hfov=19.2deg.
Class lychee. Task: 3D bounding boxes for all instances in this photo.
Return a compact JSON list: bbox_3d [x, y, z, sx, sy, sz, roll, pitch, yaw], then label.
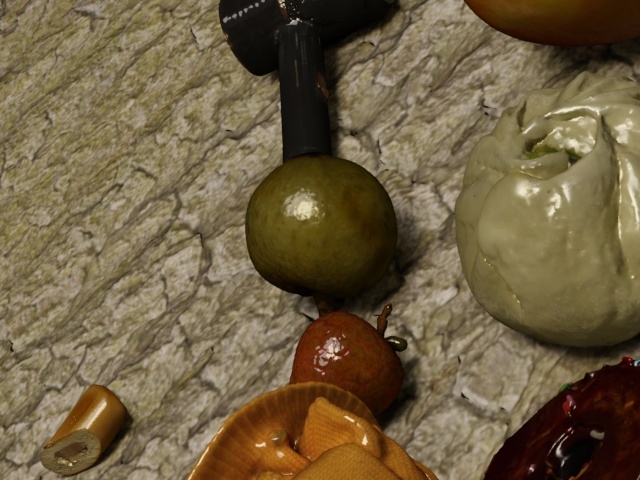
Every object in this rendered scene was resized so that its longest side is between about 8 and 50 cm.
[{"bbox_3d":[0.027,0.107,1.750,0.114,0.101,0.140,6,65,57],"label":"lychee"}]

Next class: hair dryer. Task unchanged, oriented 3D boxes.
[{"bbox_3d":[-0.002,-0.170,2.066,0.189,0.107,0.352,-24,49,23],"label":"hair dryer"}]

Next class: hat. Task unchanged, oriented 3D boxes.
[{"bbox_3d":[0.027,0.247,1.497,0.233,0.244,0.233,7,103,54],"label":"hat"}]

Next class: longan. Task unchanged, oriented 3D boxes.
[{"bbox_3d":[0.000,0.000,1.858,0.155,0.145,0.176,-155,64,-74],"label":"longan"}]

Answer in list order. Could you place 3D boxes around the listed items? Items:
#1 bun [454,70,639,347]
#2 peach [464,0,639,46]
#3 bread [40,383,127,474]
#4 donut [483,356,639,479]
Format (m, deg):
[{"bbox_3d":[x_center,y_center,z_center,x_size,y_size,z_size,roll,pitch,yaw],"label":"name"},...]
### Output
[{"bbox_3d":[0.218,-0.035,1.659,0.259,0.160,0.259,-27,42,27],"label":"bun"},{"bbox_3d":[0.257,-0.325,1.794,0.332,0.308,0.308,126,158,-45],"label":"peach"},{"bbox_3d":[-0.242,0.202,1.961,0.103,0.049,0.062,-55,30,-11],"label":"bread"},{"bbox_3d":[0.219,0.194,1.460,0.235,0.089,0.235,-44,19,20],"label":"donut"}]
